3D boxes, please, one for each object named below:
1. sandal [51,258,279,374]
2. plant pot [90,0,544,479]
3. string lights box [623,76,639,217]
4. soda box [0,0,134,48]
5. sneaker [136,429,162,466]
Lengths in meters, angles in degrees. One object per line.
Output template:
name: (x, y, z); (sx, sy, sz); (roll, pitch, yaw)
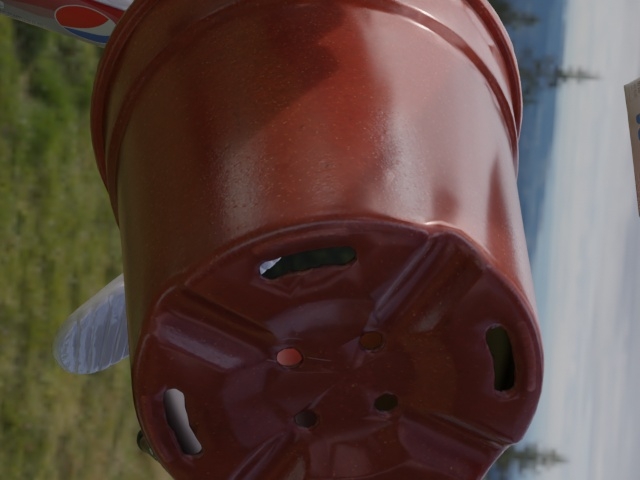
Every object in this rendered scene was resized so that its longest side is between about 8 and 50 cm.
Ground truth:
sandal: (-0.143, 0.019, 1.326); (0.076, 0.265, 0.102); (43, -22, 40)
plant pot: (0.000, 0.000, 0.801); (0.265, 0.272, 0.272); (-96, -175, -56)
string lights box: (0.316, -0.093, 0.866); (0.077, 0.260, 0.133); (42, 34, -29)
soda box: (-0.147, -0.210, 1.246); (0.083, 0.263, 0.092); (121, -15, -68)
sneaker: (-0.108, 0.162, 1.343); (0.158, 0.065, 0.061); (-20, 125, -52)
